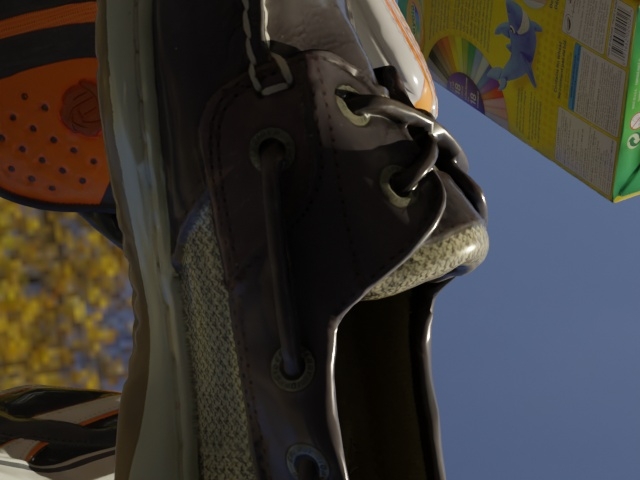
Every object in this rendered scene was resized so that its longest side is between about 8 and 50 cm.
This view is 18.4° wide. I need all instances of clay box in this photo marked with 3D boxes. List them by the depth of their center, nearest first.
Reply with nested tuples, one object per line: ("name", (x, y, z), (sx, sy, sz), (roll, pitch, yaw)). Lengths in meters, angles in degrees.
("clay box", (0.126, -0.130, 1.174), (0.053, 0.127, 0.222), (-17, -143, -28))

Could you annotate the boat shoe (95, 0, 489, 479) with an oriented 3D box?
("boat shoe", (0.000, 0.000, 0.520), (0.092, 0.285, 0.103), (1, -178, 22))

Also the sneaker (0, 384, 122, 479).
("sneaker", (-0.173, 0.149, 0.999), (0.127, 0.126, 0.321), (13, -168, 42))

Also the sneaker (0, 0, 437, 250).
("sneaker", (-0.107, -0.137, 0.698), (0.180, 0.321, 0.124), (-29, 179, 8))
